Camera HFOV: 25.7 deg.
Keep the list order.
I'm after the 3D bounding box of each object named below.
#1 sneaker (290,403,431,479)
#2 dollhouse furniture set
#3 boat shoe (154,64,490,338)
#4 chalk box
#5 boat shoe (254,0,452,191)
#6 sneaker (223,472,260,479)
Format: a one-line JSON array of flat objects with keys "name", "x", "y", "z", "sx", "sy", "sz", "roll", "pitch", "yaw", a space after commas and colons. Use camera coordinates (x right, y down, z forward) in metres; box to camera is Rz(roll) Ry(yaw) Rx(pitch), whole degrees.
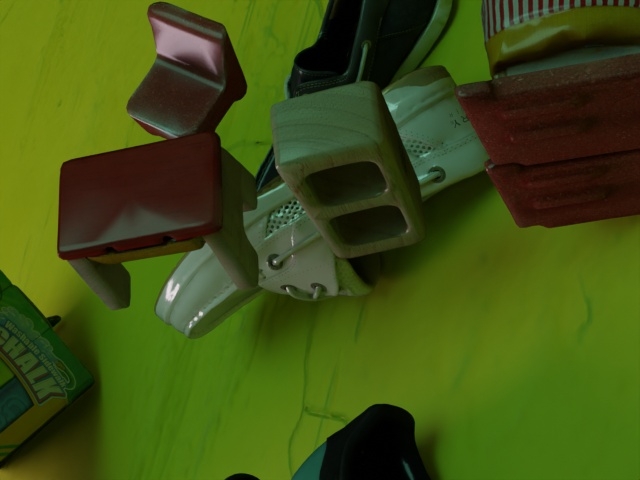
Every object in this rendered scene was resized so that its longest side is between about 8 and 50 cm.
[{"name": "sneaker", "x": 0.056, "y": 0.209, "z": 0.764, "sx": 0.121, "sy": 0.108, "sz": 0.302, "roll": -57, "pitch": 37, "yaw": 20}, {"name": "dollhouse furniture set", "x": 0.021, "y": -0.108, "z": 0.798, "sx": 0.374, "sy": 0.152, "sz": 0.201, "roll": -10, "pitch": 61, "yaw": 13}, {"name": "boat shoe", "x": 0.000, "y": 0.000, "z": 0.947, "sx": 0.277, "sy": 0.098, "sz": 0.096, "roll": -39, "pitch": 82, "yaw": 28}, {"name": "chalk box", "x": -0.331, "y": 0.128, "z": 1.176, "sx": 0.180, "sy": 0.179, "sz": 0.289, "roll": -40, "pitch": 2, "yaw": 31}, {"name": "boat shoe", "x": 0.002, "y": -0.106, "z": 1.014, "sx": 0.233, "sy": 0.079, "sz": 0.084, "roll": -59, "pitch": 40, "yaw": 16}, {"name": "sneaker", "x": -0.083, "y": 0.247, "z": 0.847, "sx": 0.099, "sy": 0.262, "sz": 0.121, "roll": 31, "pitch": 112, "yaw": 15}]
